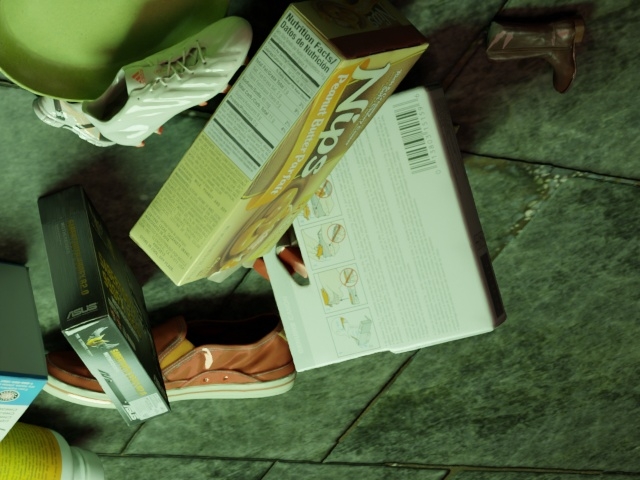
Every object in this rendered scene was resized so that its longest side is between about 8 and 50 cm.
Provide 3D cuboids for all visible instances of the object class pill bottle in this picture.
[{"bbox_3d":[-0.405,0.299,2.133,0.245,0.136,0.136,19,130,-41],"label":"pill bottle"}]

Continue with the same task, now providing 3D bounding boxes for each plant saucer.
[{"bbox_3d":[-0.208,-0.228,1.596,0.241,0.037,0.241,-12,144,-9],"label":"plant saucer"}]

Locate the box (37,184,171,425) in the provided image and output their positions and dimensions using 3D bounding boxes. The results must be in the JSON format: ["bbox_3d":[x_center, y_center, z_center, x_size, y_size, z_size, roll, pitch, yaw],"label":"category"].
[{"bbox_3d":[-0.242,0.077,1.868,0.056,0.183,0.231,-18,144,2],"label":"box"}]

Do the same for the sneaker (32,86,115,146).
[{"bbox_3d":[-0.241,-0.131,1.711,0.109,0.040,0.044,19,129,-41],"label":"sneaker"}]

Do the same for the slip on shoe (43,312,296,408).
[{"bbox_3d":[-0.191,0.141,2.059,0.331,0.123,0.101,-3,110,-13],"label":"slip on shoe"}]

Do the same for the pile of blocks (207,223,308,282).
[{"bbox_3d":[0.000,0.000,1.923,0.362,0.113,0.149,-16,148,1],"label":"pile of blocks"}]

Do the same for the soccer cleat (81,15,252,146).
[{"bbox_3d":[-0.150,-0.159,1.630,0.196,0.068,0.076,-35,139,26],"label":"soccer cleat"}]

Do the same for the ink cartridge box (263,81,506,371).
[{"bbox_3d":[0.053,-0.010,1.828,0.239,0.275,0.060,-15,-176,23],"label":"ink cartridge box"}]

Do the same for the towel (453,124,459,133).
[{"bbox_3d":[0.115,-0.113,1.919,0.083,0.009,0.060,-1,141,-23],"label":"towel"}]

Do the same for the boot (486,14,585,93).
[{"bbox_3d":[0.227,-0.201,1.826,0.114,0.037,0.106,-10,131,-17],"label":"boot"}]

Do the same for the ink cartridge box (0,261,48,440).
[{"bbox_3d":[-0.444,0.148,1.884,0.171,0.168,0.233,10,137,-35],"label":"ink cartridge box"}]

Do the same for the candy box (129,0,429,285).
[{"bbox_3d":[-0.043,-0.104,1.698,0.316,0.087,0.183,-53,164,28],"label":"candy box"}]
